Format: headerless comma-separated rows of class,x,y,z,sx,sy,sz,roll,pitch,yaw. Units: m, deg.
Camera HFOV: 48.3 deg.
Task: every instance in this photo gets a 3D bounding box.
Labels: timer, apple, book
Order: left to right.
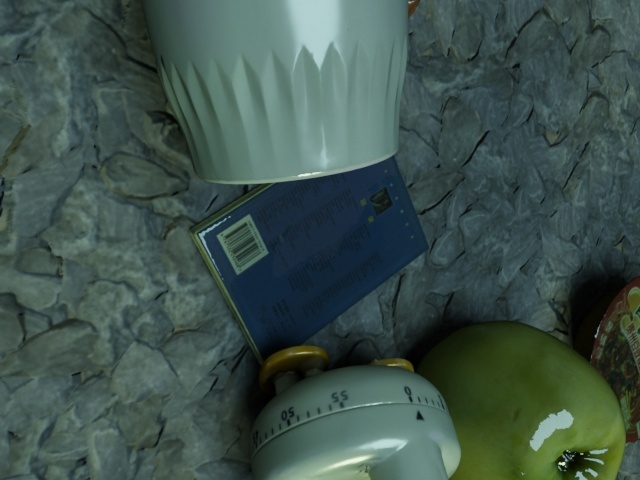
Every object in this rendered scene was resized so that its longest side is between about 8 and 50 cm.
book,0.000,0.000,0.846,0.269,0.025,0.191,-35,115,-23
timer,0.042,0.247,0.776,0.233,0.233,0.240,13,46,-32
apple,0.245,0.231,0.914,0.262,0.262,0.262,-5,100,-31

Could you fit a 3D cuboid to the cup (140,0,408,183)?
cup,-0.044,-0.251,0.646,0.253,0.253,0.371,-16,107,-29

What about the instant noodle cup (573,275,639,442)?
instant noodle cup,0.476,0.175,1.126,0.274,0.091,0.274,-5,100,-30

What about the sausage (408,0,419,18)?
sausage,0.144,-0.383,0.848,0.078,0.078,0.304,40,78,-30
